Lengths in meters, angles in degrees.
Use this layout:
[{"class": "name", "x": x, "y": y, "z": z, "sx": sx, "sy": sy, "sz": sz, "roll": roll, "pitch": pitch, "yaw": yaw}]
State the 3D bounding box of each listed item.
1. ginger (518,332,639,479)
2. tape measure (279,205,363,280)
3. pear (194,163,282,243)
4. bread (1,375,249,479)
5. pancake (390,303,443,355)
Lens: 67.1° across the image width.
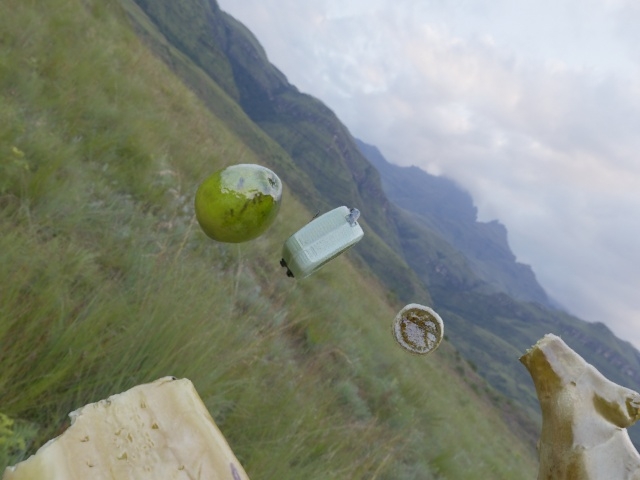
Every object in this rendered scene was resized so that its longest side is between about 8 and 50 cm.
[{"class": "ginger", "x": 0.378, "y": 0.321, "z": 0.647, "sx": 0.165, "sy": 0.376, "sz": 0.236, "roll": -4, "pitch": -7, "yaw": -19}, {"class": "tape measure", "x": 0.000, "y": 0.000, "z": 1.184, "sx": 0.115, "sy": 0.207, "sz": 0.235, "roll": 55, "pitch": -12, "yaw": 5}, {"class": "pear", "x": -0.214, "y": -0.097, "z": 1.271, "sx": 0.212, "sy": 0.269, "sz": 0.213, "roll": 32, "pitch": 41, "yaw": -33}, {"class": "bread", "x": -0.321, "y": 0.500, "z": 0.876, "sx": 0.360, "sy": 0.250, "sz": 0.394, "roll": -16, "pitch": 49, "yaw": -39}, {"class": "pancake", "x": 0.254, "y": 0.234, "z": 1.259, "sx": 0.139, "sy": 0.140, "sz": 0.022, "roll": 37, "pitch": 4, "yaw": 5}]
